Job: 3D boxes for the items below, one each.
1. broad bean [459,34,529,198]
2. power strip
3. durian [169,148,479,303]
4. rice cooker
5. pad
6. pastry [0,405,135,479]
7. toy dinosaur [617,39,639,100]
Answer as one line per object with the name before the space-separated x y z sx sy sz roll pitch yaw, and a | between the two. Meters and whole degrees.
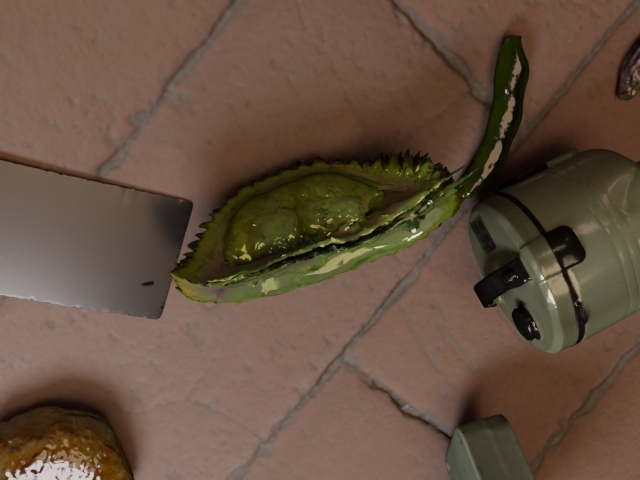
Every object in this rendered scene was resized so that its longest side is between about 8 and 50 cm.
broad bean | 0.218 -0.144 1.048 0.069 0.039 0.226 16 105 -17
power strip | 0.231 0.400 1.171 0.141 0.229 0.261 -14 148 -8
durian | 0.000 0.000 0.960 0.352 0.169 0.158 -19 114 -11
rice cooker | 0.305 0.013 1.045 0.244 0.226 0.226 -29 116 -7
pad | -0.293 0.001 0.958 0.265 0.009 0.159 12 106 -23
pastry | -0.325 0.299 1.016 0.182 0.093 0.192 -20 116 -7
toy dinosaur | 0.535 -0.243 1.089 0.294 0.077 0.162 -34 116 -2
